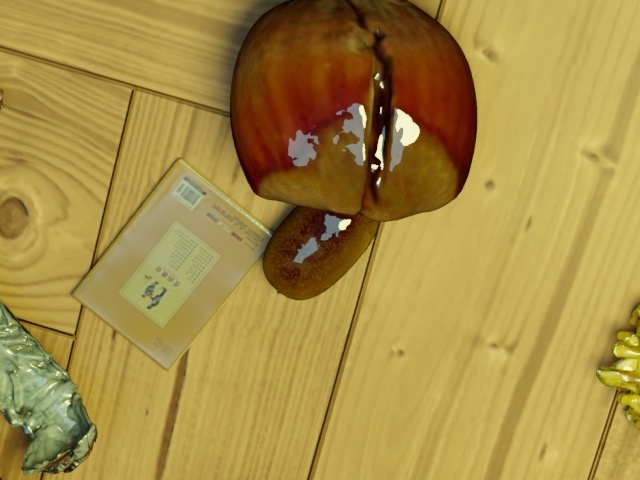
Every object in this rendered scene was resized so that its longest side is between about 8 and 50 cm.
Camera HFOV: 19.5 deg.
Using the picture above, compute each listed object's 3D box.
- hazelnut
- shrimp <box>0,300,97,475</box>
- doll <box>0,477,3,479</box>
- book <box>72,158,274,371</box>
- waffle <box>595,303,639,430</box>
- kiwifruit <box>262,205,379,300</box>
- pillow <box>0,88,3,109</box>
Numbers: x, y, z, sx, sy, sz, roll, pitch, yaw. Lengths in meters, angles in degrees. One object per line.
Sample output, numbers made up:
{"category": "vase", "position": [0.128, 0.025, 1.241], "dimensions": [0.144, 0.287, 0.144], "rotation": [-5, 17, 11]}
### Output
{"category": "hazelnut", "position": [0.030, -0.120, 1.576], "dimensions": [0.212, 0.181, 0.180], "rotation": [3, 106, -9]}
{"category": "shrimp", "position": [-0.367, 0.055, 1.703], "dimensions": [0.410, 0.166, 0.221], "rotation": [42, 106, -15]}
{"category": "doll", "position": [-0.383, 0.389, 1.767], "dimensions": [0.382, 0.252, 0.378], "rotation": [-33, 73, 15]}
{"category": "book", "position": [-0.136, 0.024, 1.725], "dimensions": [0.118, 0.012, 0.172], "rotation": [39, 106, -2]}
{"category": "waffle", "position": [0.359, 0.113, 1.643], "dimensions": [0.197, 0.070, 0.193], "rotation": [36, 106, -4]}
{"category": "kiwifruit", "position": [0.000, 0.000, 1.668], "dimensions": [0.075, 0.075, 0.124], "rotation": [39, 101, -2]}
{"category": "pillow", "position": [-0.391, -0.152, 1.707], "dimensions": [0.185, 0.043, 0.118], "rotation": [-15, 99, 12]}
